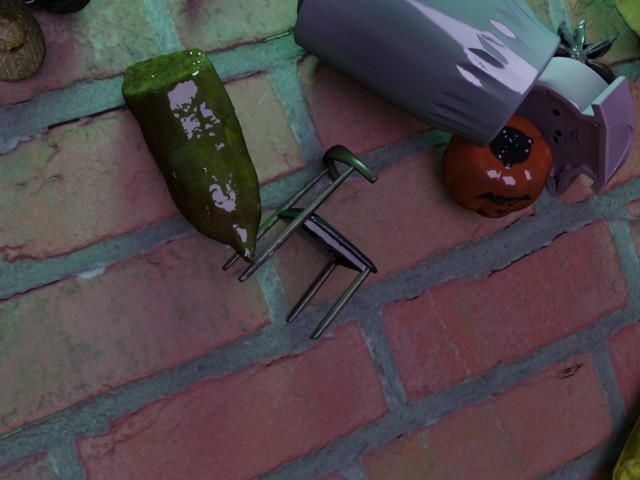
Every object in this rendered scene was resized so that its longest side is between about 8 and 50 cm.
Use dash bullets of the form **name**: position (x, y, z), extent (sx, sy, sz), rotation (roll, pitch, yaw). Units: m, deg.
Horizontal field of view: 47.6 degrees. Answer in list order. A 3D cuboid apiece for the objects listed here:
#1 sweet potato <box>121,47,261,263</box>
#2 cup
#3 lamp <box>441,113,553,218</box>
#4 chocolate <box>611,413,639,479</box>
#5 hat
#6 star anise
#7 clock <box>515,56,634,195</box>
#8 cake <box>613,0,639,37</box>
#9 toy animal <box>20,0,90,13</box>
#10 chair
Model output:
- **sweet potato**: position (-0.182, -0.130, 1.114), extent (0.157, 0.158, 0.370), rotation (-22, 88, -16)
- **cup**: position (0.159, -0.326, 1.131), extent (0.371, 0.253, 0.253), rotation (35, 81, 2)
- **lamp**: position (0.305, -0.130, 1.277), extent (0.187, 0.164, 0.188), rotation (4, 67, -9)
- **chocolate**: position (0.656, 0.416, 1.402), extent (0.162, 0.162, 0.445), rotation (37, 81, -15)
- **hat**: position (-0.469, -0.317, 1.081), extent (0.146, 0.067, 0.146), rotation (3, 128, 4)
- **star anise**: position (0.485, -0.329, 1.374), extent (0.180, 0.061, 0.204), rotation (45, 74, -1)
- **clock**: position (0.421, -0.203, 1.307), extent (0.080, 0.275, 0.290), rotation (-44, 140, -14)
- **cake**: position (0.743, -0.485, 1.366), extent (0.321, 0.332, 0.332), rotation (-2, 93, -55)
- **toy animal**: position (-0.395, -0.507, 1.075), extent (0.168, 0.106, 0.343), rotation (13, 84, -17)
- **chair**: position (0.000, 0.000, 1.173), extent (0.166, 0.188, 0.272), rotation (40, 83, -15)
